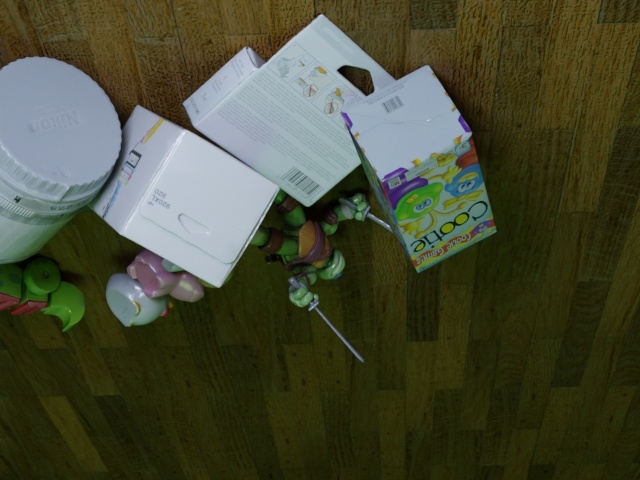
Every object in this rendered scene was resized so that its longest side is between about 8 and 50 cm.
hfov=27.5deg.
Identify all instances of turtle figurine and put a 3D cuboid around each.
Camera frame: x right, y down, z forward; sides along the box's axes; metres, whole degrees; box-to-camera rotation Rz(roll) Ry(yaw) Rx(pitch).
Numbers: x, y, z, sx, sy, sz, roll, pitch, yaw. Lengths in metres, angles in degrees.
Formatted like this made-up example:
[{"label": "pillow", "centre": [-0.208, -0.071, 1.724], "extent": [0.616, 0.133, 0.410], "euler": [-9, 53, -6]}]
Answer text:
[{"label": "turtle figurine", "centre": [0.000, 0.000, 2.077], "extent": [0.198, 0.274, 0.266], "euler": [-46, 132, 8]}]

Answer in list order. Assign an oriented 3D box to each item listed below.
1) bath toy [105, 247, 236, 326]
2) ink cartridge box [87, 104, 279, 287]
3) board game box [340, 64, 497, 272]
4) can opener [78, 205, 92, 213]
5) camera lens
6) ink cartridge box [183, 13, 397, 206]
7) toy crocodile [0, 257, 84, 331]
[{"label": "bath toy", "centre": [-0.239, 0.042, 2.229], "extent": [0.151, 0.129, 0.348], "euler": [52, 137, 1]}, {"label": "ink cartridge box", "centre": [-0.200, -0.066, 1.848], "extent": [0.171, 0.168, 0.233], "euler": [30, -179, -27]}, {"label": "board game box", "centre": [0.148, -0.097, 1.903], "extent": [0.144, 0.142, 0.275], "euler": [-28, 148, 0]}, {"label": "can opener", "centre": [-0.325, -0.105, 2.033], "extent": [0.283, 0.076, 0.095], "euler": [-10, 117, 19]}, {"label": "camera lens", "centre": [-0.430, -0.107, 1.852], "extent": [0.219, 0.219, 0.274], "euler": [18, 146, -29]}, {"label": "ink cartridge box", "centre": [-0.019, -0.192, 1.868], "extent": [0.239, 0.060, 0.275], "euler": [-40, 137, 15]}, {"label": "toy crocodile", "centre": [-0.568, 0.076, 2.287], "extent": [0.115, 0.105, 0.340], "euler": [-26, 146, 38]}]
